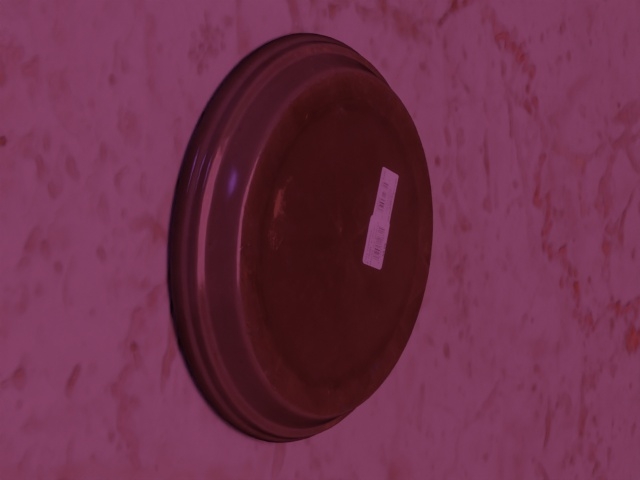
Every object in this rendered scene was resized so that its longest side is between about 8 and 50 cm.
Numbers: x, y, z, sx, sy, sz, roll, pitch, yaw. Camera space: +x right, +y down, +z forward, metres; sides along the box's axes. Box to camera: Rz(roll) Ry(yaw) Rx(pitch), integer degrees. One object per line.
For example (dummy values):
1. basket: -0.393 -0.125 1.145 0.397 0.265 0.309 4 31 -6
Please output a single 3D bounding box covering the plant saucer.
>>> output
1. plant saucer: 0.000 0.000 1.209 0.278 0.041 0.277 -11 103 -55
